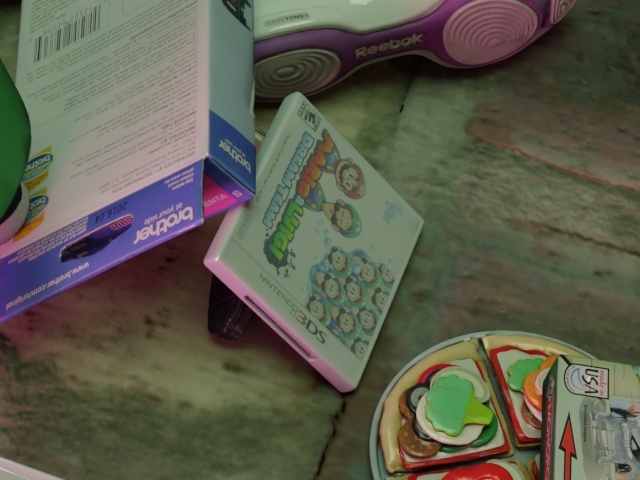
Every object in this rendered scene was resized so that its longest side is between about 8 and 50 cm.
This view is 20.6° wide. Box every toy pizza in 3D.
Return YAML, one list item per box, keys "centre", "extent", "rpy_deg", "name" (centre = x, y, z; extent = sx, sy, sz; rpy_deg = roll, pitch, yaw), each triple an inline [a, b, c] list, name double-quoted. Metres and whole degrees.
- centre: [0.133, 0.139, 1.159]
  extent: [0.201, 0.032, 0.201]
  rpy_deg: [3, 53, -4]
  name: "toy pizza"

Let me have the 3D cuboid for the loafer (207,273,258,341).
- centre: [-0.026, 0.002, 1.228]
  extent: [0.061, 0.062, 0.170]
  rpy_deg: [35, 64, -23]
  name: "loafer"

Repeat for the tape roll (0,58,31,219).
- centre: [-0.340, -0.039, 1.086]
  extent: [0.321, 0.077, 0.321]
  rpy_deg: [-14, 39, 12]
  name: "tape roll"

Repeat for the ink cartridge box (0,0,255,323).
- centre: [-0.132, -0.091, 1.222]
  extent: [0.186, 0.065, 0.311]
  rpy_deg: [-24, 46, 27]
  name: "ink cartridge box"

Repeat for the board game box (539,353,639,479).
- centre: [0.237, 0.232, 1.070]
  extent: [0.213, 0.046, 0.317]
  rpy_deg: [9, 58, -4]
  name: "board game box"

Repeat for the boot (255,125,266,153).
- centre: [-0.095, -0.059, 1.280]
  extent: [0.118, 0.042, 0.087]
  rpy_deg: [28, 62, 15]
  name: "boot"

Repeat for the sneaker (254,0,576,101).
- centre: [0.053, -0.204, 1.353]
  extent: [0.305, 0.114, 0.152]
  rpy_deg: [-10, 56, -14]
  name: "sneaker"

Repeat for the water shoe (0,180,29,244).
- centre: [-0.297, -0.033, 1.180]
  extent: [0.203, 0.080, 0.073]
  rpy_deg: [-8, 53, 13]
  name: "water shoe"

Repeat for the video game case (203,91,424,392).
- centre: [0.000, 0.000, 1.201]
  extent: [0.143, 0.019, 0.157]
  rpy_deg: [44, 49, -25]
  name: "video game case"

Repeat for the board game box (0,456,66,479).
- centre: [-0.186, 0.306, 0.931]
  extent: [0.390, 0.050, 0.390]
  rpy_deg: [21, 53, -9]
  name: "board game box"
